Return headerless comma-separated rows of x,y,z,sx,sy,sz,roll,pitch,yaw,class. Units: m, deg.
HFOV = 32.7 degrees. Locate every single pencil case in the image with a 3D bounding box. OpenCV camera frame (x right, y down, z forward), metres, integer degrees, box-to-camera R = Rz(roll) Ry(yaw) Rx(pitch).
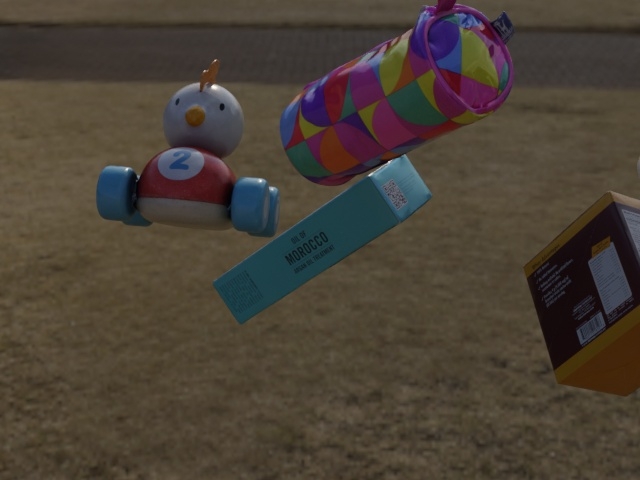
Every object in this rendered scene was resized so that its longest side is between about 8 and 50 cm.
0.059,-0.121,0.920,0.104,0.104,0.236,-18,-4,-36,pencil case

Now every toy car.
-0.166,-0.133,1.479,0.219,0.238,0.210,5,-3,6,toy car

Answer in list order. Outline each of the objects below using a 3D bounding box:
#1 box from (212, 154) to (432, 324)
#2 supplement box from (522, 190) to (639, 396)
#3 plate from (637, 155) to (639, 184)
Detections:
0.000,0.000,1.197,0.244,0.060,0.100,-33,1,32,box
0.401,0.074,1.473,0.129,0.191,0.194,14,48,-28,supplement box
0.442,-0.133,1.182,0.045,0.277,0.278,42,25,-4,plate
